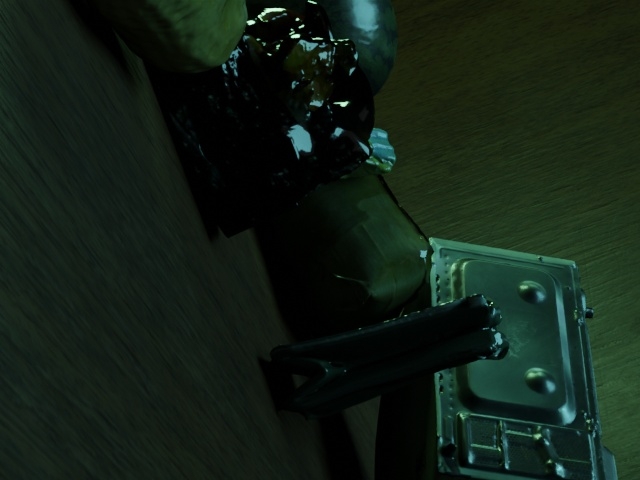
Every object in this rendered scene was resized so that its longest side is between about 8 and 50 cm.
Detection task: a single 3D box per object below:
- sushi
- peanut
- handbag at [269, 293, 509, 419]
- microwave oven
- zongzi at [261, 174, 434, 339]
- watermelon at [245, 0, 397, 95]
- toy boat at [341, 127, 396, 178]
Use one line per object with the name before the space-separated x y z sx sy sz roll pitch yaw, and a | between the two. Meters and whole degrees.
sushi | -0.045 -0.148 1.629 0.227 0.212 0.215 -44 111 -79
peanut | -0.155 -0.252 1.352 0.319 0.147 0.148 41 29 -71
handbag | 0.082 0.134 1.678 0.247 0.260 0.079 50 26 -80
microwave oven | 0.228 0.252 1.979 0.333 0.247 0.394 109 -12 -45
zongzi | 0.000 0.000 2.094 0.356 0.174 0.393 61 -16 22
watermelon | -0.023 -0.303 2.190 0.359 0.278 0.279 -148 -142 -87
toy boat | -0.013 -0.160 1.868 0.276 0.084 0.111 37 32 -45
